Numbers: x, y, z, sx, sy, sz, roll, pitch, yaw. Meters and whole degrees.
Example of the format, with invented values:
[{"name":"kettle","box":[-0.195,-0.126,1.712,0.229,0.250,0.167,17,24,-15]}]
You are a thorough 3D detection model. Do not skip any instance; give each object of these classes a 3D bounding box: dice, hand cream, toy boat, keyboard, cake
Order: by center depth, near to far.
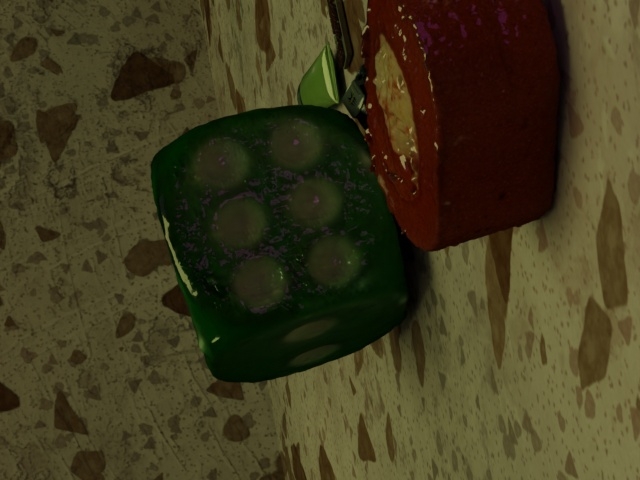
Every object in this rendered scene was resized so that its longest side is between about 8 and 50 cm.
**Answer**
[{"name":"cake","box":[0.132,-0.121,1.351,0.177,0.151,0.283,-125,27,-43]},{"name":"toy boat","box":[0.071,-0.165,1.888,0.055,0.060,0.141,-61,35,31]},{"name":"dice","box":[-0.055,0.006,1.949,0.300,0.287,0.297,85,170,-70]},{"name":"keyboard","box":[0.021,-0.333,2.131,0.055,0.017,0.166,111,149,-69]},{"name":"hand cream","box":[0.001,-0.234,2.250,0.175,0.046,0.095,147,116,-71]}]
